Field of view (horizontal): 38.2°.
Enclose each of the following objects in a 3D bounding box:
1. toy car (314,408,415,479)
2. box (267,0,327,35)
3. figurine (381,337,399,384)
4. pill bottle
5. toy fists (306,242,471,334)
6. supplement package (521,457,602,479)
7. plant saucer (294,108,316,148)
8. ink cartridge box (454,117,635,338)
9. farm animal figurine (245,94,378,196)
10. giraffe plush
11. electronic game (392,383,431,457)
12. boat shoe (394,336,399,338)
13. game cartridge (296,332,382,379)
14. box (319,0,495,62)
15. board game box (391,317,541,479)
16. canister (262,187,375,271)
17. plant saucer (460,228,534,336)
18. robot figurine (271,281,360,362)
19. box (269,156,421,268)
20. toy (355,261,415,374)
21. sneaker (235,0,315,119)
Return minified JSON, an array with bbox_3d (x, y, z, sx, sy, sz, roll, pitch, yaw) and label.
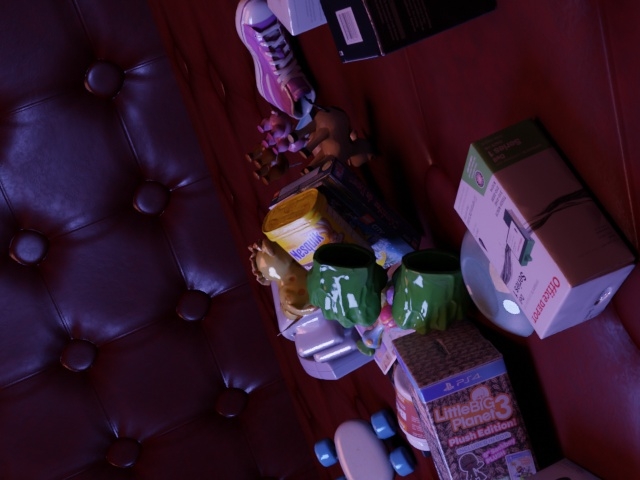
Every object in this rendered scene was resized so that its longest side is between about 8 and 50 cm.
[{"bbox_3d":[0.143,0.575,2.516,0.210,0.219,0.238,63,-164,12],"label":"toy car"},{"bbox_3d":[0.008,-0.394,1.319,0.091,0.171,0.130,54,162,39],"label":"box"},{"bbox_3d":[0.144,0.171,1.957,0.209,0.092,0.214,-125,18,-55],"label":"figurine"},{"bbox_3d":[0.213,0.329,1.860,0.121,0.121,0.216,55,162,40],"label":"pill bottle"},{"bbox_3d":[0.115,0.082,1.570,0.096,0.279,0.142,-78,-10,-56],"label":"toy fists"},{"bbox_3d":[0.348,0.455,1.362,0.149,0.203,0.194,70,166,-11],"label":"supplement package"},{"bbox_3d":[-0.027,-0.241,2.064,0.067,0.018,0.192,65,168,5],"label":"plant saucer"},{"bbox_3d":[0.266,-0.012,1.131,0.219,0.093,0.160,61,166,26],"label":"ink cartridge box"},{"bbox_3d":[0.019,-0.136,1.779,0.326,0.172,0.330,57,161,-14],"label":"farm animal figurine"},{"bbox_3d":[-0.058,0.058,1.784,0.181,0.210,0.170,-33,93,46],"label":"giraffe plush"},{"bbox_3d":[0.197,0.379,2.080,0.229,0.048,0.229,-24,-90,-89],"label":"electronic game"},{"bbox_3d":[0.196,0.193,1.761,0.184,0.066,0.063,4,122,63],"label":"boat shoe"},{"bbox_3d":[0.049,0.256,2.218,0.062,0.198,0.297,68,166,-7],"label":"game cartridge"},{"bbox_3d":[0.103,-0.293,1.144,0.093,0.158,0.156,69,166,-14],"label":"box"},{"bbox_3d":[0.249,0.306,1.548,0.232,0.141,0.290,-118,8,-77],"label":"board game box"},{"bbox_3d":[0.000,0.000,1.620,0.170,0.126,0.073,44,-140,-29],"label":"canister"},{"bbox_3d":[0.259,0.065,1.415,0.195,0.038,0.195,60,165,28],"label":"plant saucer"},{"bbox_3d":[-0.012,0.092,2.085,0.300,0.200,0.353,36,-143,-55],"label":"robot figurine"},{"bbox_3d":[0.046,-0.032,1.660,0.159,0.044,0.233,-27,122,39],"label":"box"},{"bbox_3d":[0.129,0.132,1.767,0.137,0.056,0.237,58,137,35],"label":"toy"},{"bbox_3d":[-0.075,-0.371,1.887,0.161,0.102,0.282,47,165,39],"label":"sneaker"}]
